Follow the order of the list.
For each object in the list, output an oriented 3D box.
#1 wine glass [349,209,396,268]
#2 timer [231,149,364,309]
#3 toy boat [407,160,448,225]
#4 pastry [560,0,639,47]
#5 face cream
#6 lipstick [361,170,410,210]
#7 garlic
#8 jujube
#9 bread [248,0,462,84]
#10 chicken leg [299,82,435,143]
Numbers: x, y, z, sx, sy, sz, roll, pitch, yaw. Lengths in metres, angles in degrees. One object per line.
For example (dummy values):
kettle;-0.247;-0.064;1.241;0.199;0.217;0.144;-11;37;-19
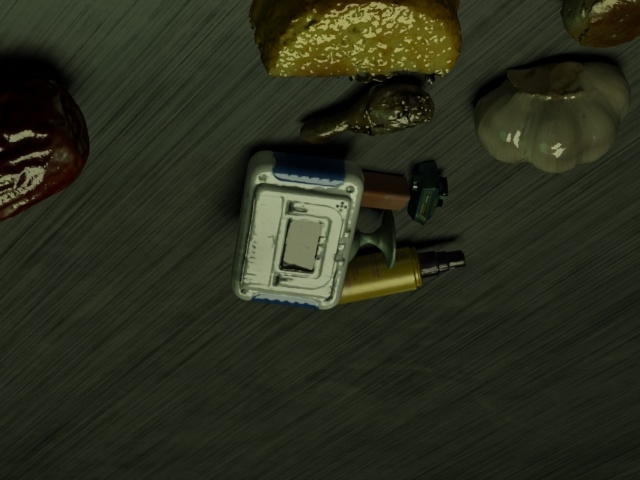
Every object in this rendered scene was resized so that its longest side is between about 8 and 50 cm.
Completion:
wine glass;0.000;0.000;2.204;0.231;0.103;0.103;-3;151;-10
timer;-0.037;-0.009;2.082;0.178;0.078;0.253;7;123;-5
toy boat;0.167;-0.067;2.186;0.060;0.055;0.141;0;150;-6
pastry;0.388;-0.310;1.785;0.153;0.081;0.153;-10;148;-6
face cream;0.114;0.055;2.370;0.273;0.078;0.078;-11;152;1
lipstick;0.065;-0.080;2.138;0.145;0.045;0.045;7;145;-27
garlic;0.346;-0.163;1.985;0.229;0.143;0.178;-21;150;2
jujube;-0.427;-0.114;1.766;0.243;0.183;0.183;-17;151;11
bread;0.050;-0.290;1.636;0.260;0.160;0.147;1;144;-8
chicken leg;0.061;-0.178;1.950;0.197;0.069;0.085;-14;176;20
